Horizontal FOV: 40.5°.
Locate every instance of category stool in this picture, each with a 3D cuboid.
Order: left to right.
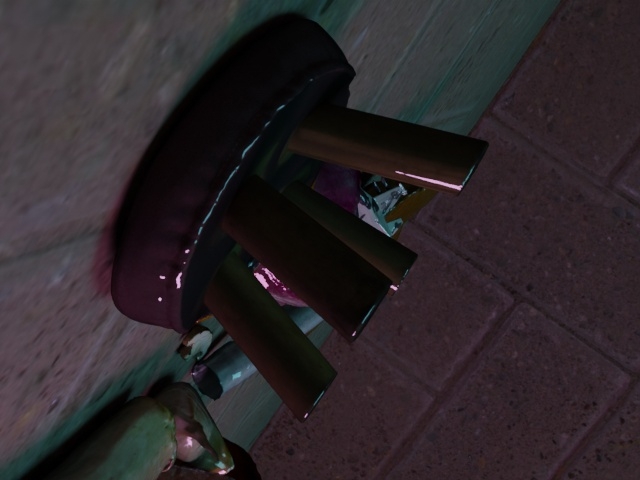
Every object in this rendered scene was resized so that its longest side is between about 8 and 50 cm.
[{"bbox_3d":[-0.016,-0.013,0.677,0.272,0.178,0.272,-54,173,-10],"label":"stool"}]

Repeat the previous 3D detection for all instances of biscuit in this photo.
[{"bbox_3d":[0.054,0.019,1.584,0.368,0.076,0.394,-38,164,-25],"label":"biscuit"}]

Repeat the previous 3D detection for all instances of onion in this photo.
[{"bbox_3d":[0.000,0.000,1.120,0.247,0.111,0.250,-52,171,-2],"label":"onion"}]

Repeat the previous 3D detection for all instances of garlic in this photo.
[{"bbox_3d":[-0.163,0.236,1.078,0.090,0.128,0.198,-44,168,-20],"label":"garlic"}]

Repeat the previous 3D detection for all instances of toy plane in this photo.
[{"bbox_3d":[0.068,-0.042,1.328,0.160,0.082,0.234,-53,134,-11],"label":"toy plane"}]

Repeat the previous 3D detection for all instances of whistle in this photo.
[{"bbox_3d":[-0.063,0.135,1.306,0.312,0.062,0.062,-33,160,-43],"label":"whistle"}]

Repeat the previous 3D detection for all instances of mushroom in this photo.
[{"bbox_3d":[-0.243,0.255,0.833,0.351,0.095,0.123,-36,141,-70],"label":"mushroom"},{"bbox_3d":[-0.153,0.125,1.059,0.049,0.019,0.101,-53,170,-17],"label":"mushroom"}]

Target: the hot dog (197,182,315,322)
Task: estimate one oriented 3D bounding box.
[{"bbox_3d":[-0.072,0.001,0.899,0.216,0.047,0.066,-52,170,-19],"label":"hot dog"}]

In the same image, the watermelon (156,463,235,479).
[{"bbox_3d":[-0.182,0.379,1.035,0.226,0.318,0.148,-31,147,-3],"label":"watermelon"}]

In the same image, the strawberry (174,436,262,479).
[{"bbox_3d":[-0.210,0.462,1.288,0.295,0.317,0.345,69,33,-44],"label":"strawberry"}]
